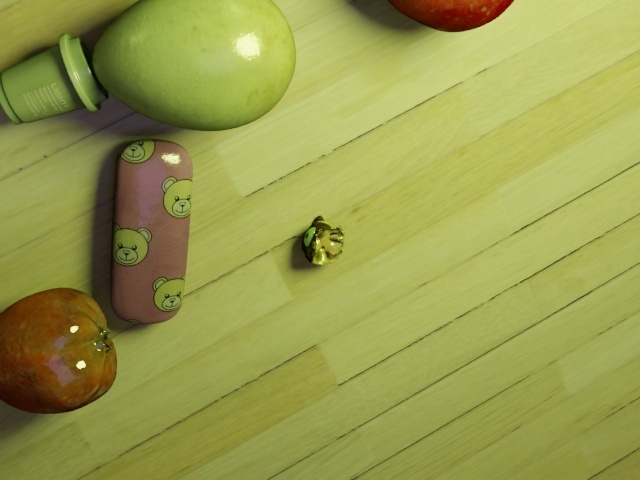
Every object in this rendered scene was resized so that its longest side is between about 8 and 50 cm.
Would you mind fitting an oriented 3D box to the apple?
[{"bbox_3d":[0.199,-0.458,1.282,0.260,0.216,0.261,-6,111,-16],"label":"apple"}]

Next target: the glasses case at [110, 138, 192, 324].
[{"bbox_3d":[-0.279,-0.010,1.366,0.123,0.076,0.317,0,110,-19],"label":"glasses case"}]

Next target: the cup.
[{"bbox_3d":[-0.395,-0.227,1.227,0.141,0.120,0.120,-23,116,1],"label":"cup"}]

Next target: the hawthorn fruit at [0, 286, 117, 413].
[{"bbox_3d":[-0.453,0.187,1.332,0.251,0.199,0.199,-16,116,8],"label":"hawthorn fruit"}]

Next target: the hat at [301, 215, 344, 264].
[{"bbox_3d":[-0.001,0.000,1.479,0.076,0.059,0.077,-7,118,-34],"label":"hat"}]

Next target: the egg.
[{"bbox_3d":[-0.181,-0.269,1.221,0.295,0.218,0.219,-5,112,-15],"label":"egg"}]
